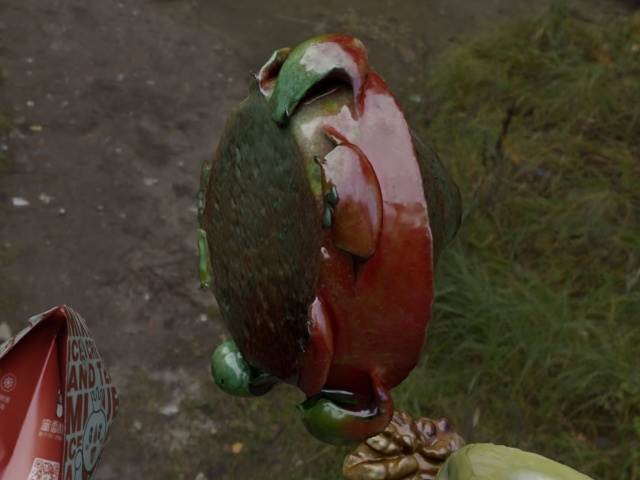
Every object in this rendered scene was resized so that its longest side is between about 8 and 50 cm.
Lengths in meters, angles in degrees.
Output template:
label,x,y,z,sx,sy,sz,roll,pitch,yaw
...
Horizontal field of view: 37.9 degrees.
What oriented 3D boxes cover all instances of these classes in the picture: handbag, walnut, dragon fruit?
label,x,y,z,sx,sy,sz,roll,pitch,yaw
handbag,-0.273,0.200,0.843,0.151,0.298,0.171,21,-5,-6
walnut,0.105,0.268,1.074,0.170,0.142,0.069,-4,2,-34
dragon fruit,0.000,0.000,0.652,0.130,0.295,0.268,-7,51,-28

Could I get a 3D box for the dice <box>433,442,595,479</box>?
label,x,y,z,sx,sy,sz,roll,pitch,yaw
dice,0.171,0.289,0.805,0.169,0.169,0.166,18,10,-1
